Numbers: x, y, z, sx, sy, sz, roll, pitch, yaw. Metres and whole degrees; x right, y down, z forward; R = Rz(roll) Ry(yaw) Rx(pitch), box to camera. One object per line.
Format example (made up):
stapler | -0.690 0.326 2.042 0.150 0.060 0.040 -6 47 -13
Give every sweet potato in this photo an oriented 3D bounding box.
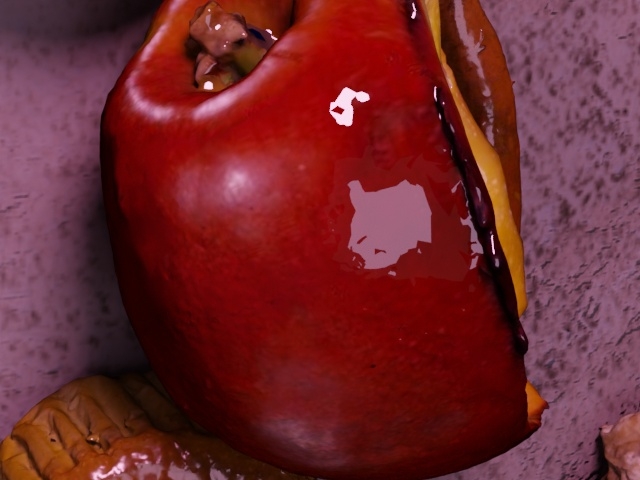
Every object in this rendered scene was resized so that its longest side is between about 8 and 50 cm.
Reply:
sweet potato | 0.095 -0.051 1.067 0.057 0.057 0.264 -16 115 -26

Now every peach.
peach | 0.000 0.000 0.931 0.201 0.257 0.361 -16 141 8

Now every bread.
bread | -0.107 0.206 1.011 0.227 0.142 0.253 24 101 -31

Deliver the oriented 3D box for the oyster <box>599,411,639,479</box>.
oyster | 0.257 0.256 1.312 0.166 0.094 0.294 -49 136 -13
